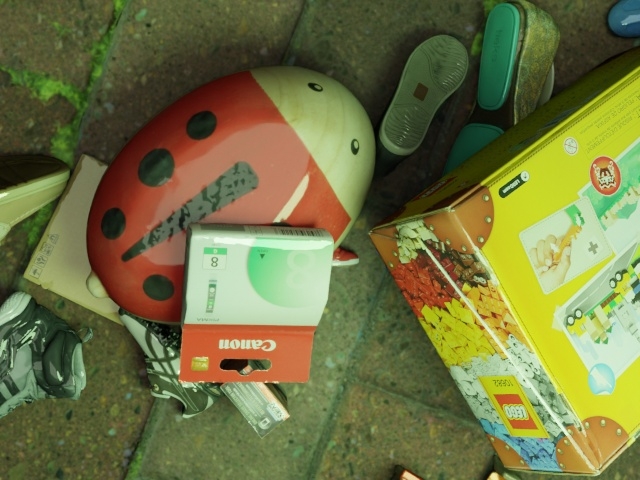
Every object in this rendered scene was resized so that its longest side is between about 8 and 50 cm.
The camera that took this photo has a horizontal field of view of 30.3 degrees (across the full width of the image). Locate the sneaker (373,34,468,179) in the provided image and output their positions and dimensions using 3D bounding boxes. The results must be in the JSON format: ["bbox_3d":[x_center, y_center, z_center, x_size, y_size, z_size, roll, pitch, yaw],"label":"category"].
[{"bbox_3d":[0.127,-0.193,1.687,0.083,0.118,0.222,35,63,-4],"label":"sneaker"}]

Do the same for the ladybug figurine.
[{"bbox_3d":[-0.129,-0.056,1.581,0.449,0.162,0.305,-38,90,3],"label":"ladybug figurine"}]

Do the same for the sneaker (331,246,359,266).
[{"bbox_3d":[0.000,0.000,1.707,0.118,0.042,0.067,7,97,-1],"label":"sneaker"}]

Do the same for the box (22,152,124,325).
[{"bbox_3d":[-0.312,-0.001,1.704,0.164,0.021,0.201,27,93,-4],"label":"box"}]

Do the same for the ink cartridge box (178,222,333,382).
[{"bbox_3d":[-0.086,0.091,1.507,0.181,0.056,0.225,2,108,-12],"label":"ink cartridge box"}]

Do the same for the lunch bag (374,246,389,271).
[{"bbox_3d":[0.123,-0.001,1.695,0.098,0.067,0.065,-21,95,18],"label":"lunch bag"}]

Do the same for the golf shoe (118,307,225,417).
[{"bbox_3d":[-0.228,0.175,1.692,0.094,0.077,0.198,-45,98,6],"label":"golf shoe"}]

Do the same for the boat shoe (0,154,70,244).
[{"bbox_3d":[-0.496,-0.020,1.616,0.341,0.121,0.110,-26,125,-29],"label":"boat shoe"}]

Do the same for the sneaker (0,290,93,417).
[{"bbox_3d":[-0.424,0.218,1.675,0.153,0.101,0.268,24,91,-1],"label":"sneaker"}]

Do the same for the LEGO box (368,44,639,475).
[{"bbox_3d":[0.372,0.005,1.541,0.500,0.193,0.372,-35,99,-27],"label":"LEGO box"}]

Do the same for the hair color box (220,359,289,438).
[{"bbox_3d":[-0.092,0.210,1.657,0.053,0.167,0.093,-38,95,1],"label":"hair color box"}]

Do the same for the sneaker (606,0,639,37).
[{"bbox_3d":[0.517,-0.334,1.686,0.209,0.082,0.069,-8,97,0],"label":"sneaker"}]

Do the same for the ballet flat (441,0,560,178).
[{"bbox_3d":[0.264,-0.165,1.679,0.123,0.123,0.348,14,95,-3],"label":"ballet flat"}]

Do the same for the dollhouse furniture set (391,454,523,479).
[{"bbox_3d":[0.201,0.439,1.703,0.259,0.135,0.262,32,92,-5],"label":"dollhouse furniture set"}]
